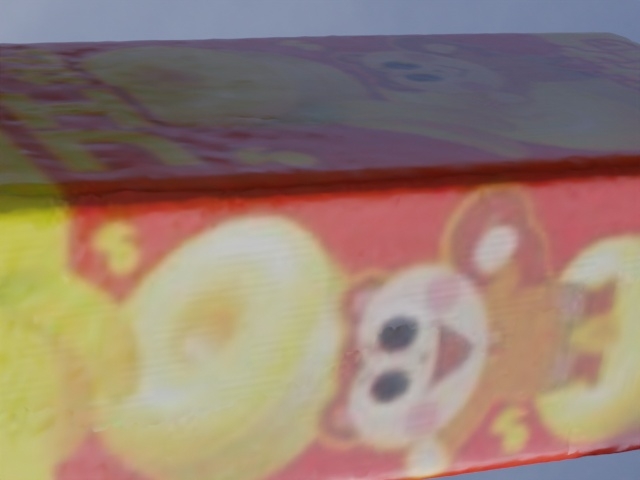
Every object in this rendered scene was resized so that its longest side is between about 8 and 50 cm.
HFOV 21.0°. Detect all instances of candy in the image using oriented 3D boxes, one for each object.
[{"bbox_3d":[0.000,0.000,0.465,0.146,0.276,0.088,37,-54,55],"label":"candy"}]
